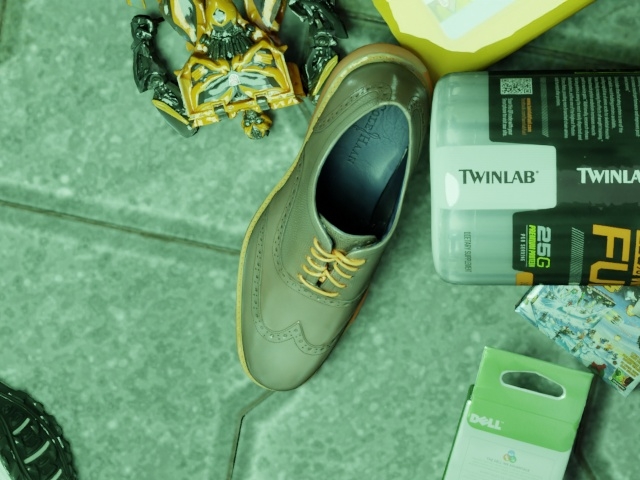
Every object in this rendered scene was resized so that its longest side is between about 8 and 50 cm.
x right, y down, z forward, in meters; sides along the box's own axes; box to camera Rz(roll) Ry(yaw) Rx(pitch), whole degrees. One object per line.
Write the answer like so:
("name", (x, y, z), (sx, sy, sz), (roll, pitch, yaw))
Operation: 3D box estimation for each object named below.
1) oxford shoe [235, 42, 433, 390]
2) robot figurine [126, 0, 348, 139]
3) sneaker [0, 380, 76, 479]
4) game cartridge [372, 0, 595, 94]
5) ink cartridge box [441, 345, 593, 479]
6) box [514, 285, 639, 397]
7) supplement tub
("oxford shoe", (0.000, 0.000, 1.395), (0.130, 0.132, 0.363), (16, 114, -6))
("robot figurine", (-0.095, -0.233, 1.409), (0.211, 0.085, 0.291), (-13, 98, 11))
("sneaker", (-0.352, 0.190, 1.525), (0.271, 0.100, 0.108), (48, 117, 1))
("game cartridge", (0.159, -0.326, 1.336), (0.324, 0.053, 0.285), (-31, 95, 28))
("ink cartridge box", (0.182, 0.205, 1.461), (0.109, 0.062, 0.209), (16, 102, 5))
("box", (0.267, 0.071, 1.443), (0.137, 0.027, 0.094), (38, 104, 0))
("supplement tub", (0.257, -0.055, 1.335), (0.316, 0.193, 0.193), (0, 100, 7))
